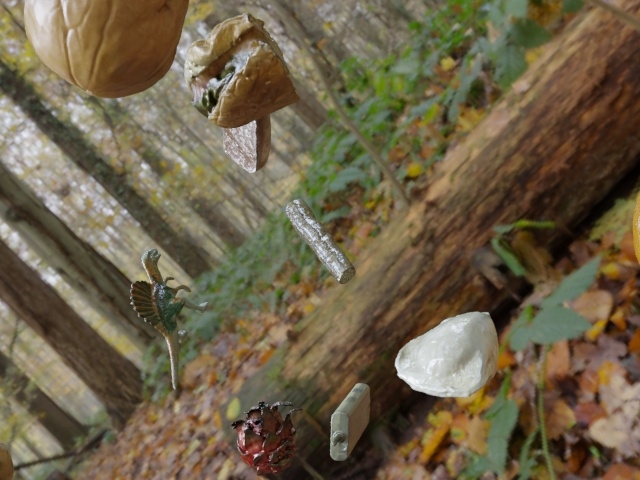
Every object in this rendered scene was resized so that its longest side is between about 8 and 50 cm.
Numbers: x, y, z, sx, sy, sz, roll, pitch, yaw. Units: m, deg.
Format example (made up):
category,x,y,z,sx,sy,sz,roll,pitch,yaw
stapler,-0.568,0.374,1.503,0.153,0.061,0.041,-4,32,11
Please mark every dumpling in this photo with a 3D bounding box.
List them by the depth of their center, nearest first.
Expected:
category,x,y,z,sx,sy,sz,roll,pitch,yaw
dumpling,0.230,0.197,1.463,0.179,0.131,0.252,-11,27,24

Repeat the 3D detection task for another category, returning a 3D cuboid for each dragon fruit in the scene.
category,x,y,z,sx,sy,sz,roll,pitch,yaw
dragon fruit,-0.103,0.378,1.551,0.121,0.142,0.130,1,-1,16

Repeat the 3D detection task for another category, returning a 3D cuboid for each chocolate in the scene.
category,x,y,z,sx,sy,sz,roll,pitch,yaw
chocolate,-0.169,-0.298,1.986,0.080,0.157,0.254,-25,-44,-30

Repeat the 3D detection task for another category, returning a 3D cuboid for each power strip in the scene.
category,x,y,z,sx,sy,sz,roll,pitch,yaw
power strip,0.057,0.353,1.571,0.268,0.034,0.092,-20,-68,-75

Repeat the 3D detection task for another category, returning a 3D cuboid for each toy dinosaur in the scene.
category,x,y,z,sx,sy,sz,roll,pitch,yaw
toy dinosaur,-0.205,0.091,1.041,0.044,0.106,0.187,-27,33,32

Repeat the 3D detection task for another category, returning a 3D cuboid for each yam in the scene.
category,x,y,z,sx,sy,sz,roll,pitch,yaw
yam,0.000,0.000,1.765,0.061,0.061,0.274,-45,44,6

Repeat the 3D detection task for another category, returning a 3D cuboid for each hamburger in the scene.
category,x,y,z,sx,sy,sz,roll,pitch,yaw
hamburger,-0.163,-0.312,1.586,0.209,0.162,0.330,-26,1,7

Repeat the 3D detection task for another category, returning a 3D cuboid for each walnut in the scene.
category,x,y,z,sx,sy,sz,roll,pitch,yaw
walnut,-0.246,-0.281,0.947,0.193,0.193,0.225,-72,-4,-85

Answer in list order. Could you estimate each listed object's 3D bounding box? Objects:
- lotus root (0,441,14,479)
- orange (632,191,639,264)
category,x,y,z,sx,sy,sz,roll,pitch,yaw
lotus root,-0.582,0.330,1.139,0.151,0.169,0.343,-65,-23,-1
orange,0.557,-0.012,1.166,0.219,0.219,0.193,-46,24,-22
